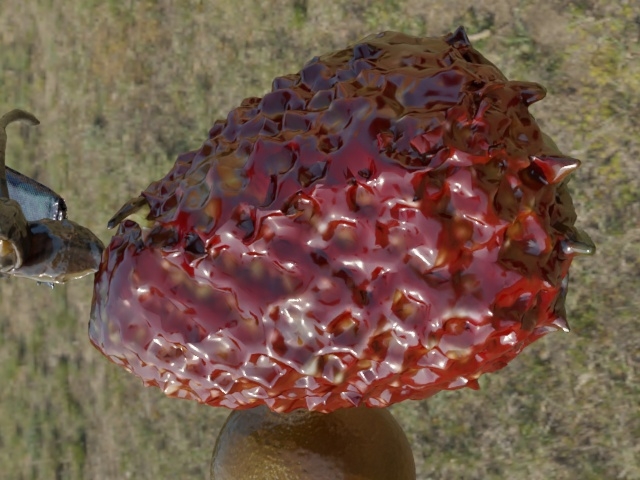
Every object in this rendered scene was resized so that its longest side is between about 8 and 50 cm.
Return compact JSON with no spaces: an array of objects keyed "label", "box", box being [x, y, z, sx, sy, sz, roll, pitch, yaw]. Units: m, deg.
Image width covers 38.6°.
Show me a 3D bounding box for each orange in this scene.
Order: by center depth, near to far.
[{"label":"orange","box":[-0.006,0.227,0.909,0.206,0.206,0.206,2,93,56]}]

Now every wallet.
[{"label":"wallet","box":[-0.330,-0.030,0.958,0.166,0.030,0.111,25,122,20]}]

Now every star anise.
[{"label":"star anise","box":[-0.253,-0.059,0.811,0.218,0.148,0.227,128,142,-63]}]

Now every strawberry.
[{"label":"strawberry","box":[0.000,-0.002,0.643,0.292,0.344,0.292,163,90,-76]}]
